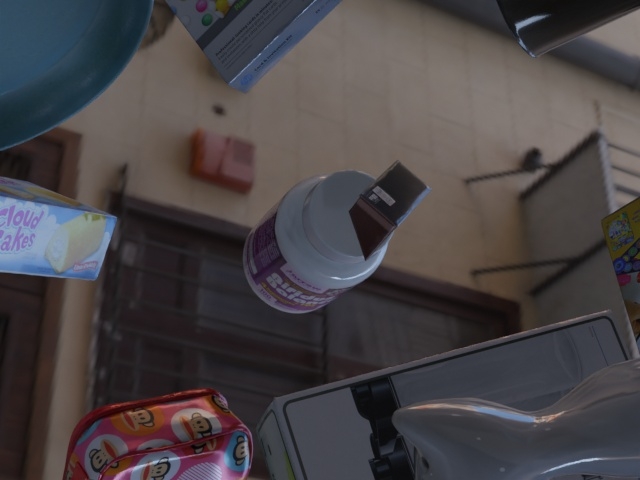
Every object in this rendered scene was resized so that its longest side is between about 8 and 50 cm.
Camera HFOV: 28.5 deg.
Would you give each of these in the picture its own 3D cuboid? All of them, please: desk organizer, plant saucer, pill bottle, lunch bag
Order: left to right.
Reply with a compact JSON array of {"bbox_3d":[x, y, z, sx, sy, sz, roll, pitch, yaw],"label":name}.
[{"bbox_3d":[-0.278,-0.167,0.902,0.317,0.317,0.044,-50,-130,40],"label":"plant saucer"},{"bbox_3d":[-0.233,0.337,1.604,0.120,0.258,0.293,46,-48,40],"label":"lunch bag"},{"bbox_3d":[0.000,0.000,1.837,0.301,0.169,0.169,140,-40,-68],"label":"pill bottle"},{"bbox_3d":[0.061,-0.031,1.234,0.050,0.047,0.130,-51,177,26],"label":"desk organizer"}]

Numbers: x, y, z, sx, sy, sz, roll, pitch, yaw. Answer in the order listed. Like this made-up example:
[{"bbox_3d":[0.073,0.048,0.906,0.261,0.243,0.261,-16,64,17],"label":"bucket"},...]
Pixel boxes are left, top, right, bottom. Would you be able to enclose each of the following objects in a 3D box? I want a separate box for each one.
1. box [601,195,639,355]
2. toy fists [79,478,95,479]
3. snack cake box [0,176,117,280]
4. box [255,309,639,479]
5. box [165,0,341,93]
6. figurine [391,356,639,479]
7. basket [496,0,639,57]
[{"bbox_3d":[0.460,0.106,1.278,0.177,0.290,0.279,-33,-139,28],"label":"box"},{"bbox_3d":[-0.186,0.266,0.992,0.279,0.096,0.142,165,-77,-67],"label":"toy fists"},{"bbox_3d":[-0.380,-0.023,1.474,0.152,0.264,0.089,21,-86,24],"label":"snack cake box"},{"bbox_3d":[0.113,0.174,0.966,0.087,0.289,0.169,117,-41,-65],"label":"box"},{"bbox_3d":[-0.076,-0.253,1.166,0.145,0.038,0.186,-41,-113,14],"label":"box"},{"bbox_3d":[0.140,0.153,0.636,0.092,0.209,0.215,-134,-147,-72],"label":"figurine"},{"bbox_3d":[0.325,-0.323,1.445,0.226,0.204,0.154,-20,-88,24],"label":"basket"}]
